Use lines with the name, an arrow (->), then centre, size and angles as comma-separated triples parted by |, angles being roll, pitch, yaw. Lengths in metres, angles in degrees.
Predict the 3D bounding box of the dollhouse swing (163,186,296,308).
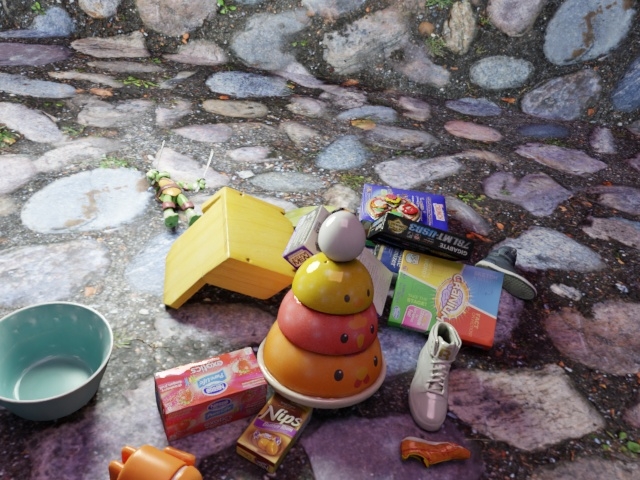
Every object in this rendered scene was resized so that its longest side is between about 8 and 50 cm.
dollhouse swing -> -0.283, 0.067, 1.786 | 0.315, 0.305, 0.346 | 20, 32, -27

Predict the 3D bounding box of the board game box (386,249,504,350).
board game box -> 0.386, 0.182, 1.766 | 0.317, 0.064, 0.242 | 13, 70, 6

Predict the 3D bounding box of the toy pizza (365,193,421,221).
toy pizza -> 0.262, -0.114, 2.038 | 0.202, 0.032, 0.201 | 6, 37, -4

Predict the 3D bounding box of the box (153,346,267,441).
box -> -0.273, 0.381, 1.426 | 0.257, 0.122, 0.128 | -11, 43, -24

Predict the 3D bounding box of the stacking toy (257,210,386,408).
stacking toy -> 0.023, 0.151, 1.458 | 0.351, 0.479, 0.350 | 5, 27, -2

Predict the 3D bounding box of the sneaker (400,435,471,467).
sneaker -> 0.284, 0.531, 1.412 | 0.175, 0.064, 0.067 | 4, 58, 2

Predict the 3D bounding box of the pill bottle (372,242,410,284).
pill bottle -> 0.278, 0.093, 1.904 | 0.219, 0.122, 0.122 | 15, 38, 8

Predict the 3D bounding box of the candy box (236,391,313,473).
candy box -> -0.110, 0.466, 1.408 | 0.109, 0.053, 0.186 | 23, 38, 18

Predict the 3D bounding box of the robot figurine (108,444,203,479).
robot figurine -> -0.348, 0.526, 1.225 | 0.220, 0.128, 0.158 | 20, -3, 14

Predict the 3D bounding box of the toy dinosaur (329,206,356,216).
toy dinosaur -> 0.000, 0.000, 1.889 | 0.322, 0.218, 0.164 | -17, 46, -28

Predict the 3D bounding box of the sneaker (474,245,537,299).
sneaker -> 0.680, 0.105, 1.997 | 0.226, 0.086, 0.163 | 33, 47, 30

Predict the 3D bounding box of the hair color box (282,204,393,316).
hair color box -> 0.060, 0.077, 1.733 | 0.339, 0.110, 0.185 | 44, 42, -21

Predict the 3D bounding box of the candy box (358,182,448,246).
candy box -> 0.304, -0.078, 2.128 | 0.318, 0.122, 0.268 | 9, 36, 2

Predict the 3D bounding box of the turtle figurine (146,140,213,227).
turtle figurine -> -0.506, -0.194, 2.024 | 0.275, 0.198, 0.266 | -32, 62, 13

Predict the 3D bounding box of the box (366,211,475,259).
box -> 0.315, -0.003, 1.859 | 0.296, 0.073, 0.293 | 17, -7, -3

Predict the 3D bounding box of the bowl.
bowl -> -0.664, 0.315, 1.399 | 0.312, 0.163, 0.311 | 5, 37, -4

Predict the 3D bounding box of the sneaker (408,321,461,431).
sneaker -> 0.312, 0.352, 1.545 | 0.108, 0.169, 0.292 | 13, 39, 2

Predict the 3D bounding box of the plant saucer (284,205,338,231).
plant saucer -> -0.043, -0.075, 2.065 | 0.241, 0.037, 0.241 | -7, 19, 2
